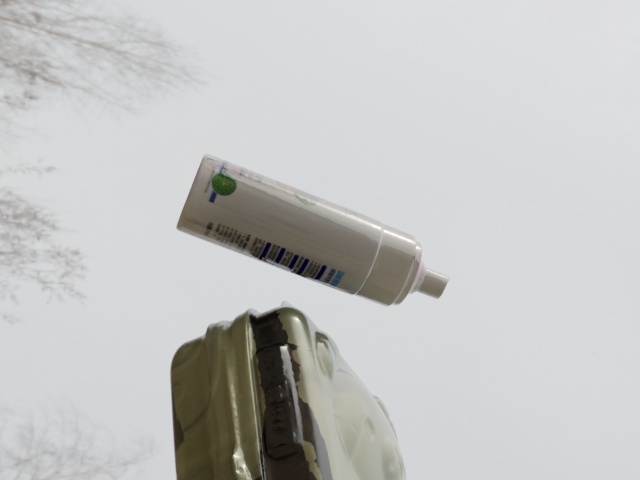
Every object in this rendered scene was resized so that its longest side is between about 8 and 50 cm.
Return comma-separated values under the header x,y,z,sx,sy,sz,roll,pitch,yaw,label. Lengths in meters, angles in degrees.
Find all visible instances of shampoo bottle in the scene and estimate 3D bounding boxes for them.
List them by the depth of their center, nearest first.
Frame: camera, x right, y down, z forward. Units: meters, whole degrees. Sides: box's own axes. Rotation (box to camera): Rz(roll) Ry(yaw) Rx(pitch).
x,y,z,sx,sy,sz,roll,pitch,yaw,label
0.000,0.000,0.869,0.092,0.303,0.092,-159,-90,-82,shampoo bottle

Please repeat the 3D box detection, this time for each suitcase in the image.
x,y,z,sx,sy,sz,roll,pitch,yaw,label
-0.017,0.223,0.873,0.194,0.351,0.339,-21,-130,10,suitcase
